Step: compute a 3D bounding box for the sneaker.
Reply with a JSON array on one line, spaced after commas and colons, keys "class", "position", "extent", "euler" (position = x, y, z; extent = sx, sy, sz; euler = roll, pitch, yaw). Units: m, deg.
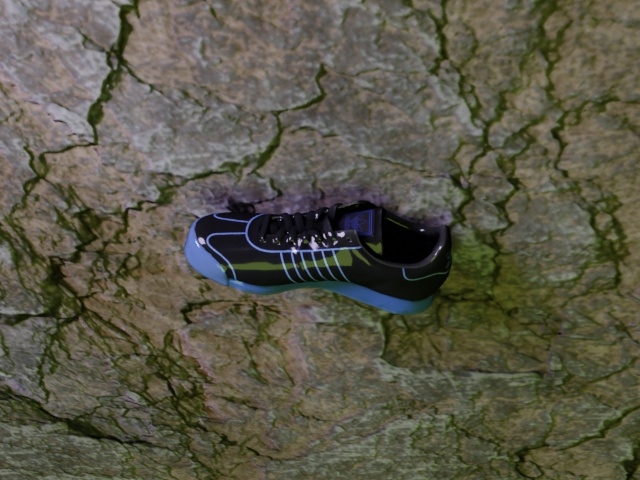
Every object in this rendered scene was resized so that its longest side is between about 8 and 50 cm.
[{"class": "sneaker", "position": [0.000, 0.000, 0.852], "extent": [0.232, 0.081, 0.090], "euler": [9, 138, -6]}]
